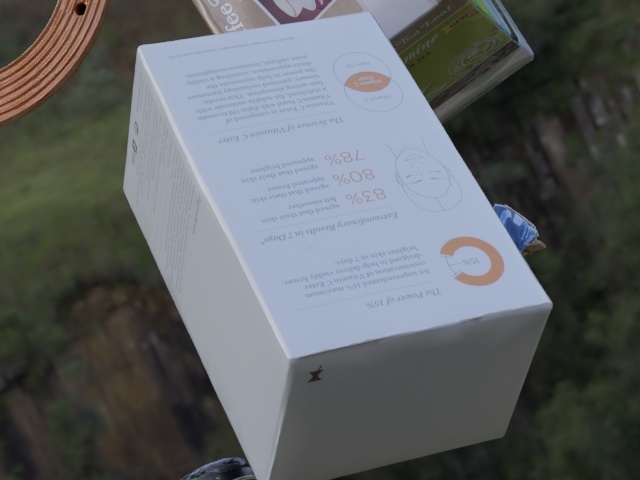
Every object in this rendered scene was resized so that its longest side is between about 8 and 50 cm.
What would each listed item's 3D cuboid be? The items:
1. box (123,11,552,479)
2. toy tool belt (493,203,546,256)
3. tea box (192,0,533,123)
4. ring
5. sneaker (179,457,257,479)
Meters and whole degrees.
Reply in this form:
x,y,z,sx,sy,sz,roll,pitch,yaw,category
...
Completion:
x,y,z,sx,sy,sz,roll,pitch,yaw,category
0.000,0.000,1.495,0.215,0.345,0.168,-11,-40,-21,box
0.166,-0.012,1.735,0.052,0.083,0.051,-63,16,-17,toy tool belt
0.006,-0.275,1.824,0.220,0.329,0.323,-35,-15,13,tea box
-0.367,-0.277,2.030,0.336,0.337,0.032,-24,-20,16,ring
-0.067,0.345,1.551,0.134,0.343,0.146,-12,16,-42,sneaker
